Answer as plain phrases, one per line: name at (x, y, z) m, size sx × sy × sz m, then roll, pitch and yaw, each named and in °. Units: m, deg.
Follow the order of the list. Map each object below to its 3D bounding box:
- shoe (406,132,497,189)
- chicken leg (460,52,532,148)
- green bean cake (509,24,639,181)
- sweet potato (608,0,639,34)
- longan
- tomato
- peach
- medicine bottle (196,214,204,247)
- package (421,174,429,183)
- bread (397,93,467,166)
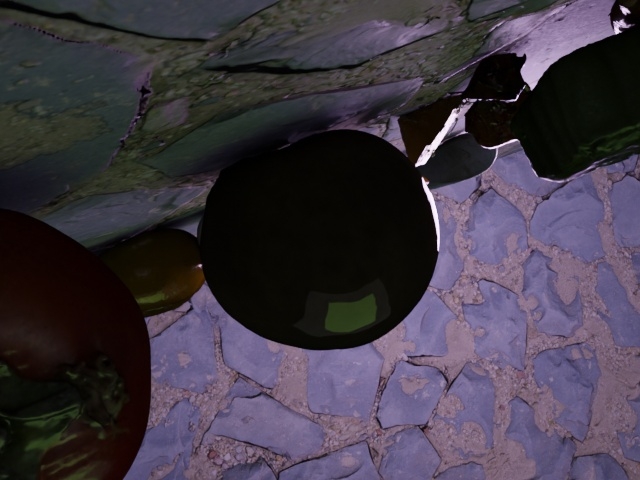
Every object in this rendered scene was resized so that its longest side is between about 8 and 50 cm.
shoe at (0.286, -0.176, 1.585) m, size 0.251 × 0.103 × 0.100 m, roll -16°, pitch 180°, yaw 25°
chicken leg at (0.242, -0.187, 0.951) m, size 0.113 × 0.093 × 0.304 m, roll -29°, pitch 172°, yaw 16°
green bean cake at (0.367, -0.164, 0.826) m, size 0.248 × 0.124 × 0.222 m, roll -18°, pitch 172°, yaw -3°
sweet potato at (0.379, -0.261, 0.829) m, size 0.057 × 0.057 × 0.265 m, roll -22°, pitch 176°, yaw 34°
longan at (0.000, 0.000, 0.914) m, size 0.319 × 0.318 × 0.319 m, roll -21°, pitch 178°, yaw -1°
tomato at (-0.313, 0.124, 0.623) m, size 0.322 × 0.321 × 0.321 m, roll -21°, pitch 178°, yaw -1°
peach at (-0.327, 0.069, 1.267) m, size 0.251 × 0.153 × 0.251 m, roll -28°, pitch 178°, yaw -1°
medicine bottle at (-0.154, -0.014, 1.309) m, size 0.107 × 0.107 × 0.191 m, roll -21°, pitch 178°, yaw 9°
package at (0.086, -0.106, 1.427) m, size 0.223 × 0.108 × 0.288 m, roll -16°, pitch 173°, yaw 23°
bread at (0.182, -0.165, 1.038) m, size 0.109 × 0.080 × 0.084 m, roll -19°, pitch -179°, yaw 23°
